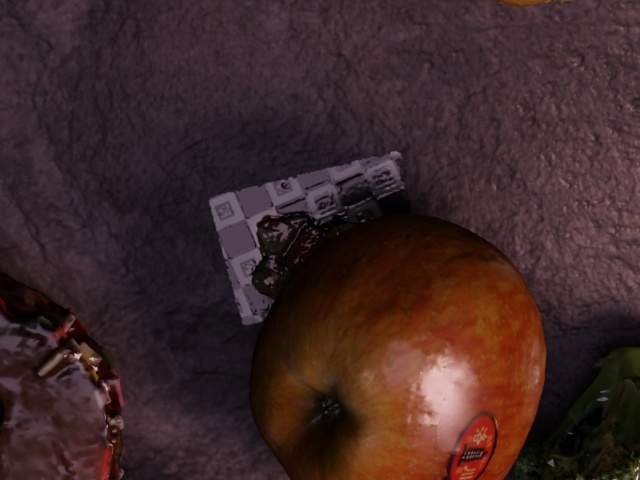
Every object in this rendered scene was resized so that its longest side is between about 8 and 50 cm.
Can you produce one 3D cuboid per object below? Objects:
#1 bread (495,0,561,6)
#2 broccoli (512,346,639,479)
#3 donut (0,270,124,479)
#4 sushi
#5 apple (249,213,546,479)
[{"bbox_3d":[0.191,-0.325,1.726,0.195,0.246,0.176,-36,124,2],"label":"bread"},{"bbox_3d":[0.315,0.217,1.823,0.269,0.261,0.241,-8,73,40],"label":"broccoli"},{"bbox_3d":[-0.320,0.196,1.867,0.259,0.136,0.345,15,100,-3],"label":"donut"},{"bbox_3d":[0.000,0.000,1.875,0.201,0.031,0.139,-15,98,4],"label":"sushi"},{"bbox_3d":[0.062,0.127,1.763,0.277,0.250,0.309,12,94,27],"label":"apple"}]
